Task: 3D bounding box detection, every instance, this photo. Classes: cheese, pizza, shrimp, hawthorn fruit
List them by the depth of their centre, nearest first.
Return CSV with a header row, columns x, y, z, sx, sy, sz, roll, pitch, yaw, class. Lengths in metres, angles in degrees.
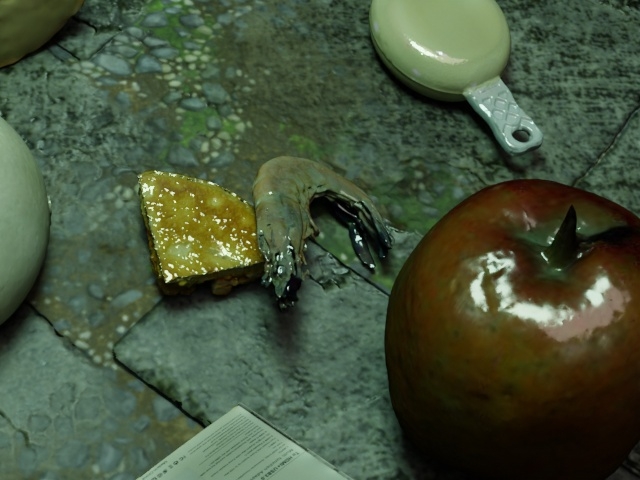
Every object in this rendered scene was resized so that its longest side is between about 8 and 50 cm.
x,y,z,sx,sy,sz,roll,pitch,yaw,class
0.191,0.075,0.991,0.267,0.301,0.268,1,57,-2,hawthorn fruit
0.000,0.000,1.123,0.152,0.046,0.219,21,39,-16,shrimp
-0.125,0.000,1.129,0.175,0.046,0.134,38,56,10,pizza
0.148,-0.196,1.293,0.163,0.071,0.249,-4,59,-13,cheese

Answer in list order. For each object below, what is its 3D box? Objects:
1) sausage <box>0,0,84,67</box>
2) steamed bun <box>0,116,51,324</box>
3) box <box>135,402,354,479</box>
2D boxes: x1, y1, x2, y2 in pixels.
x,y,z,sx,sy,sz,roll,pitch,yaw,class
-0.404,-0.351,1.197,0.233,0.233,0.287,-30,69,-26,sausage
-0.388,-0.032,1.025,0.283,0.177,0.283,5,57,-8,steamed bun
-0.038,0.229,0.939,0.129,0.033,0.247,-33,38,-28,box
